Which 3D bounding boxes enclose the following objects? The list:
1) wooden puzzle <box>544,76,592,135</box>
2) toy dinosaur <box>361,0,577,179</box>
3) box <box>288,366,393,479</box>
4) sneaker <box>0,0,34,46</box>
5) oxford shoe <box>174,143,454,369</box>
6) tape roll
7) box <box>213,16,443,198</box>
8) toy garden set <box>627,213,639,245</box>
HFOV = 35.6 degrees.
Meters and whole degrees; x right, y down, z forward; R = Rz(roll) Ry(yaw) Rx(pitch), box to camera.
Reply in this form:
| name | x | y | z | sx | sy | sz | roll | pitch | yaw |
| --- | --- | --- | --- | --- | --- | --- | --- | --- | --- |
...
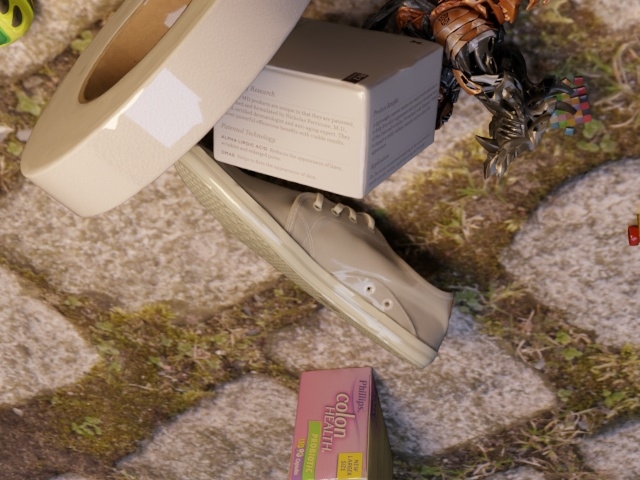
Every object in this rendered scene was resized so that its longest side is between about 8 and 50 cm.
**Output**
| name | x | y | z | sx | sy | sz | roll | pitch | yaw |
| --- | --- | --- | --- | --- | --- | --- | --- | --- | --- |
| wooden puzzle | 0.301 | -0.161 | 1.214 | 0.049 | 0.006 | 0.083 | -12 | 128 | 16 |
| toy dinosaur | 0.168 | -0.199 | 1.113 | 0.322 | 0.164 | 0.218 | -24 | 111 | 47 |
| box | 0.039 | 0.360 | 1.560 | 0.117 | 0.213 | 0.243 | -5 | 130 | 10 |
| sneaker | -0.459 | -0.313 | 1.099 | 0.123 | 0.109 | 0.295 | -31 | 122 | 24 |
| oxford shoe | 0.000 | 0.000 | 1.320 | 0.449 | 0.169 | 0.130 | 37 | 84 | -14 |
| tape roll | -0.147 | -0.194 | 0.984 | 0.392 | 0.392 | 0.072 | -35 | 119 | 30 |
| box | 0.009 | -0.146 | 1.048 | 0.182 | 0.181 | 0.119 | 17 | 121 | 25 |
| toy garden set | 0.492 | -0.072 | 1.242 | 0.204 | 0.049 | 0.244 | -5 | 130 | 10 |
